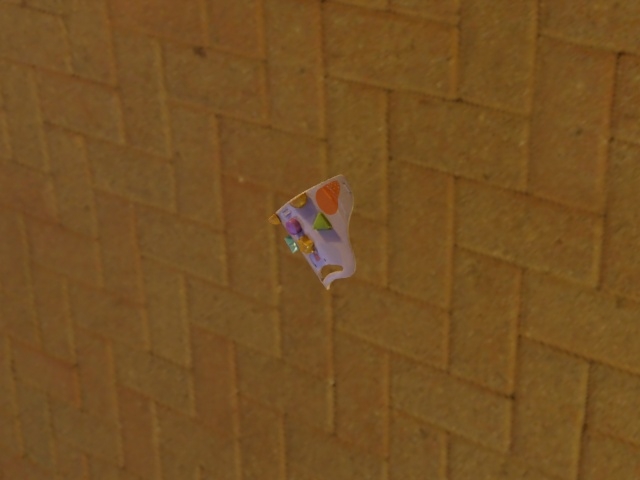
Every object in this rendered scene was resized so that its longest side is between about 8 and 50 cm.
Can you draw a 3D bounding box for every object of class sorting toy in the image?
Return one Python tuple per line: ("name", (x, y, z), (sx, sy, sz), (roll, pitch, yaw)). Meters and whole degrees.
("sorting toy", (0.000, 0.000, 0.896), (0.083, 0.044, 0.075), (-36, 78, 56))
